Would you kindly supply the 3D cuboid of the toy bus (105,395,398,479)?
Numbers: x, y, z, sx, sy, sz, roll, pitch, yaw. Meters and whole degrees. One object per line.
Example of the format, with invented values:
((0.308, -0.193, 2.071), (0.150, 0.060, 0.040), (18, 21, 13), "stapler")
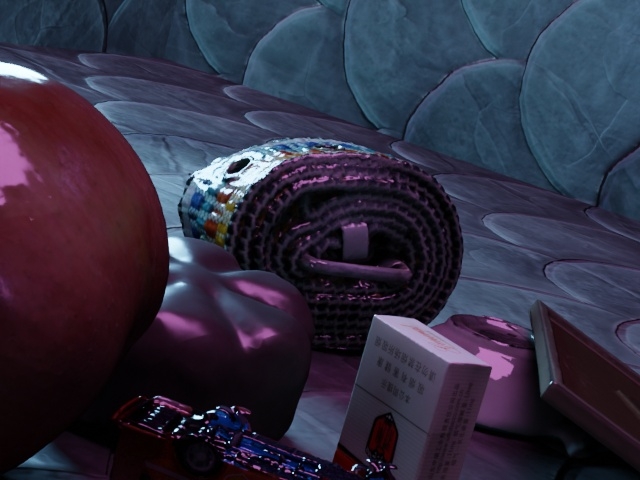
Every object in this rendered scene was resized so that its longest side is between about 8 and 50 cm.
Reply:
((-0.029, 0.174, 1.022), (0.235, 0.096, 0.073), (18, 13, 13), "toy bus")

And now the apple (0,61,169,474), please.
((-0.231, 0.023, 1.055), (0.235, 0.306, 0.306), (39, 12, -1), "apple")

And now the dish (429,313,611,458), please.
((0.177, 0.128, 1.548), (0.246, 0.078, 0.224), (23, 13, 35), "dish")

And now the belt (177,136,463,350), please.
((0.000, 0.000, 1.616), (0.295, 0.207, 0.160), (12, 10, -28), "belt")

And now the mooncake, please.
((-0.125, 0.081, 1.283), (0.245, 0.133, 0.245), (18, 17, -6), "mooncake")

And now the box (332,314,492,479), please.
((0.060, 0.141, 1.148), (0.048, 0.152, 0.100), (11, 12, -33), "box")

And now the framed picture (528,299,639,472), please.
((0.296, 0.165, 1.447), (0.247, 0.022, 0.335), (37, 11, -2), "framed picture")
